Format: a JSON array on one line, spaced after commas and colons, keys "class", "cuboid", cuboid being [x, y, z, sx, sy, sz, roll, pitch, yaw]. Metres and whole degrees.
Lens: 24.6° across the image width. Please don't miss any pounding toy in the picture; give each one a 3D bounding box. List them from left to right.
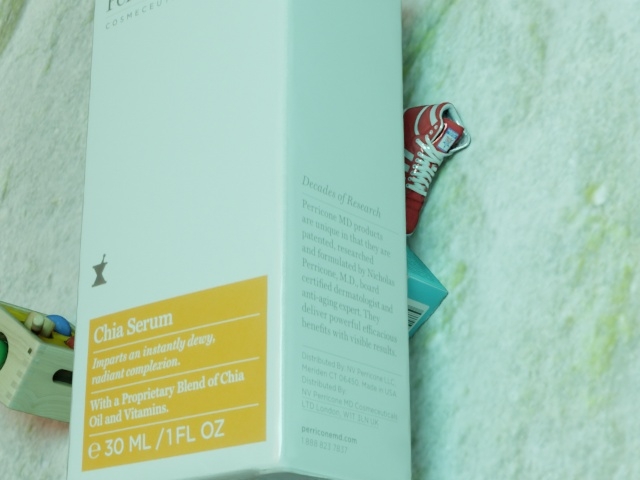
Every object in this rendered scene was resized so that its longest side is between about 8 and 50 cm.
[{"class": "pounding toy", "cuboid": [-0.274, 0.107, 1.424, 0.130, 0.141, 0.100, 31, 95, 42]}]

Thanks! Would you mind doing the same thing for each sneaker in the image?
[{"class": "sneaker", "cuboid": [0.089, -0.063, 1.242, 0.067, 0.042, 0.118, -12, 65, 41]}]

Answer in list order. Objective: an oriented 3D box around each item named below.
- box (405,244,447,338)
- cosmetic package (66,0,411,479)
[{"class": "box", "cuboid": [0.000, 0.000, 1.283, 0.100, 0.060, 0.244, -51, 49, 15]}, {"class": "cosmetic package", "cuboid": [-0.063, -0.014, 1.191, 0.230, 0.161, 0.453, -16, 65, 36]}]
